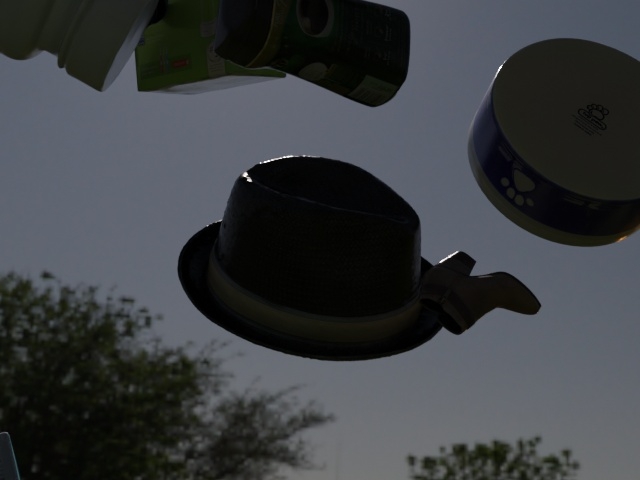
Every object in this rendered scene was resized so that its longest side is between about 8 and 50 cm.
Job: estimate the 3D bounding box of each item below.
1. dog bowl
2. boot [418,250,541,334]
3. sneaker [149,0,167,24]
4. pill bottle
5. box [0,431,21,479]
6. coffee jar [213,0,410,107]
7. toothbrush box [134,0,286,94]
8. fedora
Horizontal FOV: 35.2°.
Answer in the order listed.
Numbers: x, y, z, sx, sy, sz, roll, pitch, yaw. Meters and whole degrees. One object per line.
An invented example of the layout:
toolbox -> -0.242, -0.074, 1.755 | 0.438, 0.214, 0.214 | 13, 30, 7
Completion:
dog bowl -> 0.329, -0.129, 1.289 | 0.265, 0.265, 0.104 | 5, -32, -8
boot -> 0.157, 0.063, 1.022 | 0.118, 0.087, 0.042 | 32, -40, 9
sneaker -> -0.264, -0.307, 1.343 | 0.081, 0.090, 0.232 | 5, 0, 9
pill bottle -> -0.255, -0.224, 0.825 | 0.229, 0.131, 0.131 | 30, -26, -8
box -> -0.258, 0.263, 0.754 | 0.100, 0.244, 0.060 | -15, -48, -17
coffee jar -> -0.009, -0.195, 0.952 | 0.184, 0.096, 0.079 | 14, -21, -25
toothbrush box -> -0.171, -0.368, 1.479 | 0.206, 0.283, 0.122 | -4, 3, 41
fedora -> 0.000, 0.000, 1.187 | 0.334, 0.334, 0.152 | 4, -60, -6
